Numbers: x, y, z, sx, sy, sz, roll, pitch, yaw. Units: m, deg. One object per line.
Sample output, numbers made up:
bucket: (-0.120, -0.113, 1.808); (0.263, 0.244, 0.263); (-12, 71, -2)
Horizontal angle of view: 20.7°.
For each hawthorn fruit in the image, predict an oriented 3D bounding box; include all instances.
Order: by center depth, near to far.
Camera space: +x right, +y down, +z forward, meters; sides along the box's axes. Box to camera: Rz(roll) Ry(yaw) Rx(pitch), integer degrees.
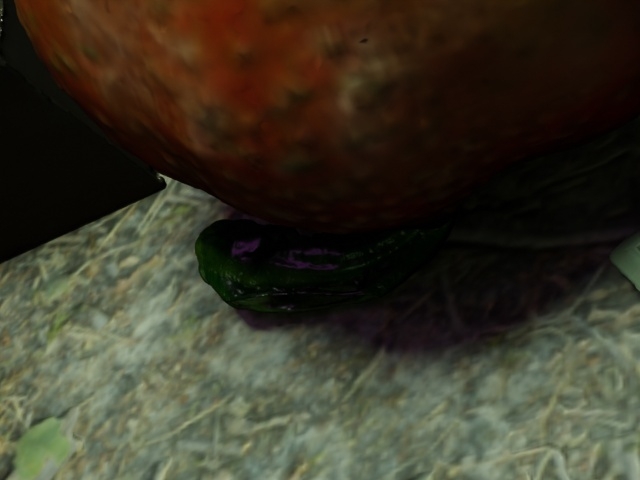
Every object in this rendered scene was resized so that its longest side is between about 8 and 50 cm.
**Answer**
hawthorn fruit: (0.005, -0.215, 0.905); (0.403, 0.403, 0.403); (-22, 48, 26)

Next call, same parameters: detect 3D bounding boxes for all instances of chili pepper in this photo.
chili pepper: (0.000, 0.004, 1.013); (0.182, 0.050, 0.073); (-13, 36, 29)

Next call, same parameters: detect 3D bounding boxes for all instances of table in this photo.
table: (-0.219, -0.121, 1.201); (0.169, 0.172, 0.193); (-22, 51, 25)

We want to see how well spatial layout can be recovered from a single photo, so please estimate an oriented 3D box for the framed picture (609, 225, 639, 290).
framed picture: (0.272, -0.042, 0.801); (0.274, 0.017, 0.217); (-42, 24, 7)
